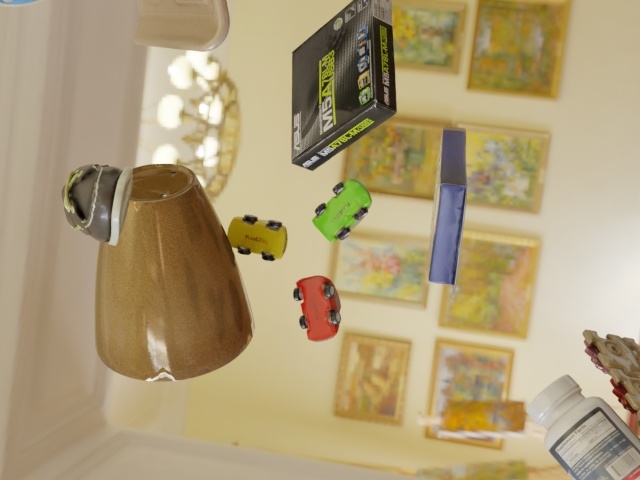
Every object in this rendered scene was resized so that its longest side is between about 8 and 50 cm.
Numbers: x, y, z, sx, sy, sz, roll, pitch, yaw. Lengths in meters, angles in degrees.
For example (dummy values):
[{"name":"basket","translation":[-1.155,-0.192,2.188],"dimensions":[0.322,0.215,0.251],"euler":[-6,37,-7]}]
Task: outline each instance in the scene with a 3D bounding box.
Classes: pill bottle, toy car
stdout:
[{"name":"pill bottle","translation":[0.374,0.279,1.416],"dimensions":[0.108,0.180,0.108],"euler":[-32,-25,-17]},{"name":"toy car","translation":[0.000,0.000,1.525],"dimensions":[0.225,0.239,0.053],"euler":[-47,-14,20]}]

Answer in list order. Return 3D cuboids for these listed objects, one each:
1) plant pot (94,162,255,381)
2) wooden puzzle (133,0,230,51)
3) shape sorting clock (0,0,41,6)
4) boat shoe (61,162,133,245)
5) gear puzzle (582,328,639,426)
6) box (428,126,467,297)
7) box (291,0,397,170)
[{"name":"plant pot","translation":[-0.222,0.028,1.458],"dimensions":[0.237,0.237,0.254],"euler":[-68,-22,-58]},{"name":"wooden puzzle","translation":[-0.198,-0.442,1.397],"dimensions":[0.322,0.080,0.348],"euler":[23,121,59]},{"name":"shape sorting clock","translation":[-0.384,-0.401,1.322],"dimensions":[0.206,0.040,0.206],"euler":[-31,-43,-35]},{"name":"boat shoe","translation":[-0.237,-0.040,1.071],"dimensions":[0.228,0.068,0.081],"euler":[172,112,-77]},{"name":"gear puzzle","translation":[0.496,0.263,1.439],"dimensions":[0.044,0.175,0.339],"euler":[-60,34,29]},{"name":"box","translation":[0.161,-0.040,1.290],"dimensions":[0.225,0.036,0.137],"euler":[-78,-8,-62]},{"name":"box","translation":[0.027,-0.216,1.381],"dimensions":[0.184,0.045,0.191],"euler":[-28,53,44]}]
